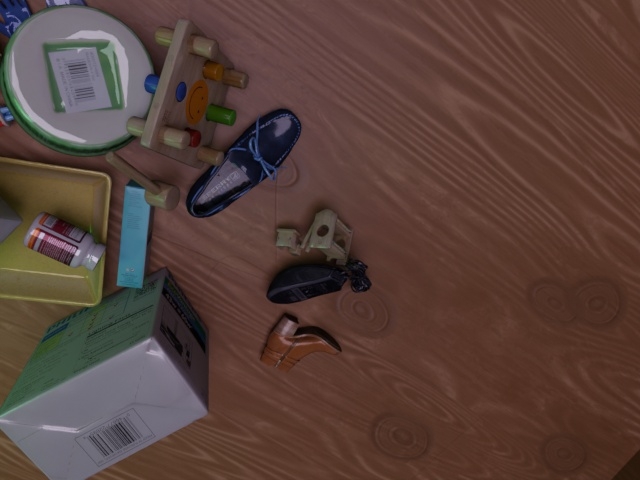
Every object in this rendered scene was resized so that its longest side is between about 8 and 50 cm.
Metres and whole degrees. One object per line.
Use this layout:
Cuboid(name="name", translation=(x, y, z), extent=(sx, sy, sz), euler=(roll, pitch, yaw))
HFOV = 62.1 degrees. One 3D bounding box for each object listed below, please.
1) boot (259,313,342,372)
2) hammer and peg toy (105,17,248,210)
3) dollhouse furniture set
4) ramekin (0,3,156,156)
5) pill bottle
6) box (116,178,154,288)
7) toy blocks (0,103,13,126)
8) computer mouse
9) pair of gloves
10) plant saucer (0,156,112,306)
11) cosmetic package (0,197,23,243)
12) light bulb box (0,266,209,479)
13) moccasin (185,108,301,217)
Cuboid(name="boot", translation=(-0.056, 0.304, 1.455), extent=(0.197, 0.073, 0.152), euler=(29, 100, -5))
Cuboid(name="hammer and peg toy", translation=(-0.282, -0.236, 1.096), extent=(0.127, 0.266, 0.361), euler=(18, 91, 10))
Cuboid(name="dollhouse furniture set", translation=(0.000, 0.000, 1.378), extent=(0.182, 0.161, 0.101), euler=(40, 58, -56))
Cuboid(name="ramekin", translation=(-0.482, -0.322, 1.078), extent=(0.303, 0.148, 0.303), euler=(-5, 102, -26))
Cuboid(name="pill bottle", translation=(-0.558, 0.007, 1.169), extent=(0.152, 0.086, 0.086), euler=(29, 101, -18))
Cuboid(name="box", translation=(-0.435, -0.018, 1.260), extent=(0.060, 0.100, 0.244), euler=(7, 107, -12))
Cuboid(name="toy blocks", translation=(-0.724, -0.295, 1.139), extent=(0.148, 0.054, 0.123), euler=(-18, 111, -4))
Cuboid(name="computer mouse", translation=(-0.009, 0.098, 1.371), extent=(0.272, 0.072, 0.188), euler=(-13, 155, 5))
Cuboid(name="pair of gloves", translation=(-0.591, -0.475, 1.120), extent=(0.198, 0.023, 0.159), euler=(-22, 109, -3))
Cuboid(name="plant saucer", translation=(-0.662, -0.027, 1.227), extent=(0.332, 0.081, 0.333), euler=(8, 107, -13))
Cuboid(name="cosmetic package", translation=(-0.853, -0.121, 1.030), extent=(0.453, 0.161, 0.230), euler=(43, 87, 0))
Cuboid(name="light bulb box", translation=(-0.462, 0.291, 1.220), extent=(0.358, 0.361, 0.225), euler=(-27, 112, 0))
Cuboid(name="moccasin", translation=(-0.171, -0.164, 1.249), extent=(0.137, 0.117, 0.342), euler=(42, 97, -20))
